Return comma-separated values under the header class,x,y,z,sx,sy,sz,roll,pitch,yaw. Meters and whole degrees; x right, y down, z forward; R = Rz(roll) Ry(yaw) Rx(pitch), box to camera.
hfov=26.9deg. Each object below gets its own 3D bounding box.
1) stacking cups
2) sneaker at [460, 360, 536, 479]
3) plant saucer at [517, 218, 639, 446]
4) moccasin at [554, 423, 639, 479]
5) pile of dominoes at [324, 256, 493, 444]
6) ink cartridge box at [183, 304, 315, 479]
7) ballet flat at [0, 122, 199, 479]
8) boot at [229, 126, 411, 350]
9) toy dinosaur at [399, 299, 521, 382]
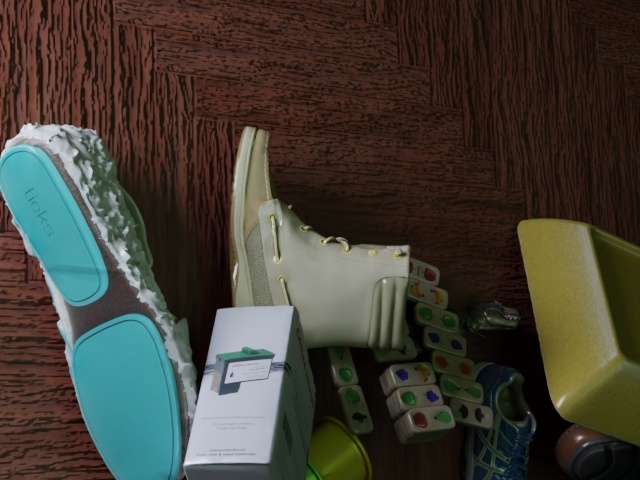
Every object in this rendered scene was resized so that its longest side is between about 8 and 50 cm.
class,x,y,z,sx,sy,sz,roll,pitch,yaw
stacking cups,-0.084,0.308,1.450,0.316,0.096,0.096,-31,98,-33
sneaker,0.225,0.255,1.668,0.080,0.081,0.211,-8,87,-35
plant saucer,0.427,0.121,1.717,0.332,0.081,0.333,22,40,-23
moccasin,0.441,0.235,1.776,0.380,0.139,0.147,-12,51,-36
pile of dominoes,0.096,0.113,1.570,0.195,0.040,0.251,-2,61,-29
ink cartridge box,-0.068,0.197,1.395,0.219,0.092,0.160,-82,167,-49
ballet flat,-0.204,0.062,1.405,0.147,0.147,0.409,-22,94,-33
boot,0.000,0.000,1.509,0.203,0.095,0.262,-2,85,0
toy dinosaur,0.130,0.124,1.644,0.268,0.064,0.118,6,63,-29
